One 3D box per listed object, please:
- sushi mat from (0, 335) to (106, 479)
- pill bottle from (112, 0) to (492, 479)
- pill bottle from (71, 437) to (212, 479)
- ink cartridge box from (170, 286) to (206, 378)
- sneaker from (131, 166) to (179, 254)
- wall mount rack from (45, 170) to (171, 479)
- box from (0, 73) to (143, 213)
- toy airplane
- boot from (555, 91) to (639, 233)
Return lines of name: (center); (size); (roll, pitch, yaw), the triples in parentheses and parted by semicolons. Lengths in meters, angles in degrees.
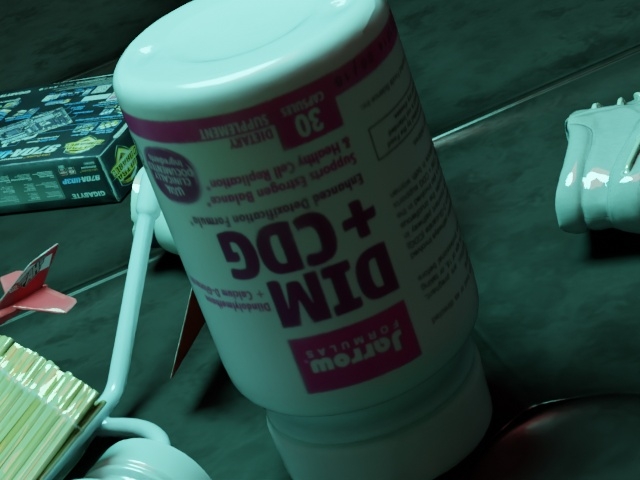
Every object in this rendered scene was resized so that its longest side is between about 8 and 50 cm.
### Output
sushi mat: (-0.263, 0.181, 1.002); (0.151, 0.019, 0.316); (22, 65, 38)
pill bottle: (0.000, 0.000, 1.058); (0.160, 0.283, 0.160); (-16, 26, 8)
pill bottle: (-0.128, 0.192, 0.979); (0.108, 0.108, 0.180); (-4, 30, 30)
ink cartridge box: (-0.027, -0.030, 1.251); (0.066, 0.189, 0.232); (17, 35, 2)
sneaker: (-0.061, -0.060, 1.469); (0.094, 0.090, 0.235); (9, 40, 24)
wall mount rack: (-0.245, 0.084, 1.247); (0.350, 0.130, 0.304); (-2, 31, 31)
box: (-0.244, -0.090, 1.674); (0.220, 0.051, 0.175); (-5, 29, 27)
toy airplane: (-0.217, 0.053, 1.130); (0.151, 0.028, 0.151); (-10, 37, 8)
boot: (0.234, -0.092, 1.284); (0.123, 0.095, 0.258); (-2, 32, 20)
